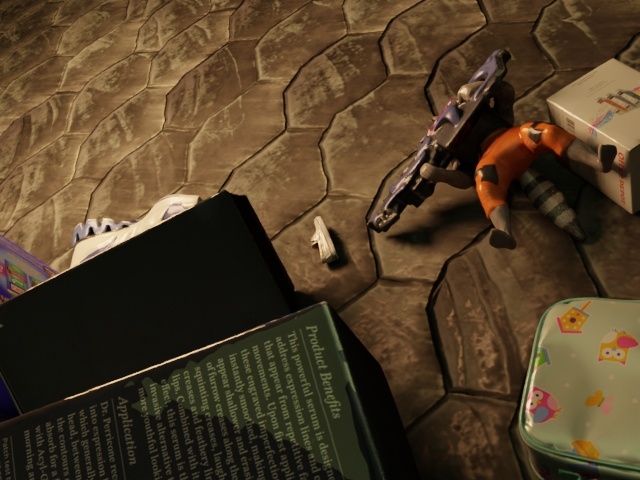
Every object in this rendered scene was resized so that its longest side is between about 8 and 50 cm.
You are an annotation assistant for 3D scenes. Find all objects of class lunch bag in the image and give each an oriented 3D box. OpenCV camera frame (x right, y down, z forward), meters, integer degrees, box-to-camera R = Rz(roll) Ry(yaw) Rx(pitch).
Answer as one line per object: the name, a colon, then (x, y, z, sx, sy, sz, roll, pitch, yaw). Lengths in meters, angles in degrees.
lunch bag: (0.356, 0.180, 0.763, 0.279, 0.108, 0.224, 2, 53, 29)

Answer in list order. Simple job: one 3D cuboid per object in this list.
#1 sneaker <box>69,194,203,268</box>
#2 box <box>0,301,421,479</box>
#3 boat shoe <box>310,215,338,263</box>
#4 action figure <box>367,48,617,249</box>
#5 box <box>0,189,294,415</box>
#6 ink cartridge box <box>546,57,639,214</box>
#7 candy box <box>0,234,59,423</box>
sneaker: (-0.320, 0.046, 1.233, 0.315, 0.127, 0.182, -13, 47, 25)
box: (-0.110, 0.259, 0.741, 0.395, 0.293, 0.212, -21, 65, 6)
boat shoe: (0.000, 0.000, 1.172, 0.035, 0.035, 0.100, -22, 49, 1)
action figure: (0.245, -0.097, 1.099, 0.341, 0.178, 0.330, -50, 33, 15)
box: (-0.224, 0.086, 0.981, 0.343, 0.179, 0.312, -27, 2, 0)
ink cartridge box: (0.439, -0.153, 1.033, 0.127, 0.128, 0.176, -31, 43, -5)
candy box: (-0.458, 0.154, 1.020, 0.122, 0.268, 0.317, -28, 59, 3)
